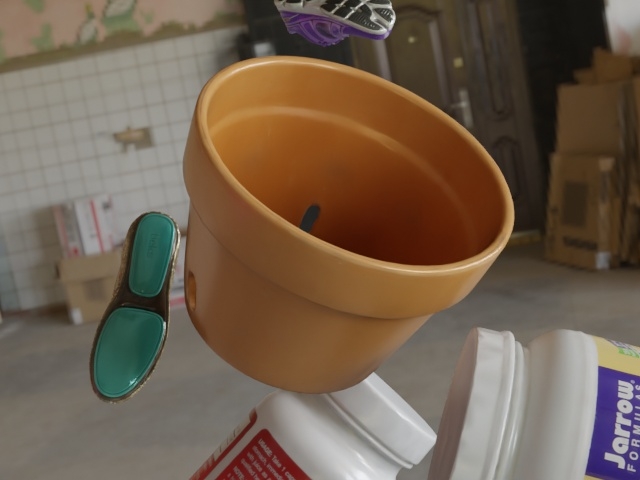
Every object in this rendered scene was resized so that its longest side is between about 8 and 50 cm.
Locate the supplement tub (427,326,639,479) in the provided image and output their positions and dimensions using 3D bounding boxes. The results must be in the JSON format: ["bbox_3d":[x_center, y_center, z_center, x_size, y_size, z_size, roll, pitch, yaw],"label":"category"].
[{"bbox_3d":[0.268,0.211,0.993,0.331,0.241,0.241,14,10,2],"label":"supplement tub"}]

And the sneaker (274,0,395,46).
[{"bbox_3d":[0.022,-0.263,1.396,0.170,0.071,0.068,21,52,40],"label":"sneaker"}]

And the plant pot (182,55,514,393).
[{"bbox_3d":[0.000,0.000,1.049,0.291,0.203,0.291,16,36,-12],"label":"plant pot"}]

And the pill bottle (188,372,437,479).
[{"bbox_3d":[-0.050,0.344,1.497,0.407,0.229,0.229,-48,8,3],"label":"pill bottle"}]

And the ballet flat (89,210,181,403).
[{"bbox_3d":[-0.186,0.072,1.196,0.073,0.206,0.067,17,-20,-5],"label":"ballet flat"}]
